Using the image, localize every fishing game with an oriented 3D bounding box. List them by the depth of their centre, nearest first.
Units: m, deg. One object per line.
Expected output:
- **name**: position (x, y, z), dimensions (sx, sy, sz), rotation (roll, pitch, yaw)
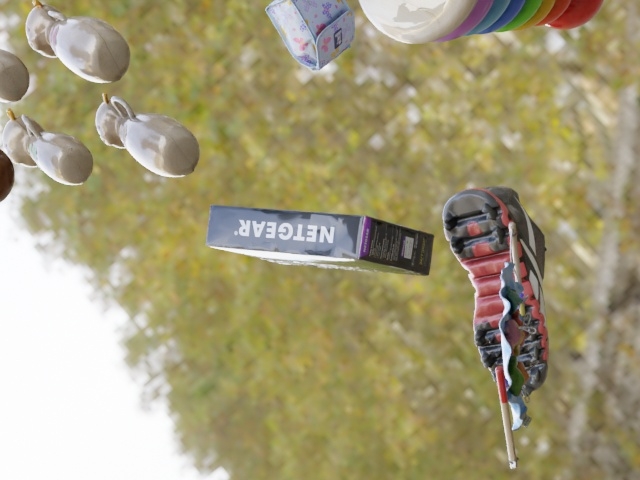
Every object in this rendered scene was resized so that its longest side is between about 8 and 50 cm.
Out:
- **fishing game**: position (0.219, 0.117, 1.937), dimensions (0.264, 0.041, 0.189), rotation (-76, -20, -55)

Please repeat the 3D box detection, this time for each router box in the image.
- **router box**: position (0.000, 0.000, 1.712), dimensions (0.133, 0.179, 0.046), rotation (14, -98, -57)

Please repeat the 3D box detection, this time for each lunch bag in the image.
- **lunch bag**: position (-0.003, -0.224, 1.824), dimensions (0.053, 0.083, 0.071), rotation (-14, 20, 48)

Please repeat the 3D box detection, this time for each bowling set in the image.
- **bowling set**: position (-0.257, -0.127, 1.499), dimensions (0.200, 0.154, 0.287), rotation (-38, -59, -17)

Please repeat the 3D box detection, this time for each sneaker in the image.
- **sneaker**: position (0.239, 0.054, 2.226), dimensions (0.097, 0.276, 0.135), rotation (-10, 13, 32)

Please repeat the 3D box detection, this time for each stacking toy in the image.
- **stacking toy**: position (0.179, -0.263, 1.788), dimensions (0.330, 0.141, 0.141), rotation (-5, -39, -53)
